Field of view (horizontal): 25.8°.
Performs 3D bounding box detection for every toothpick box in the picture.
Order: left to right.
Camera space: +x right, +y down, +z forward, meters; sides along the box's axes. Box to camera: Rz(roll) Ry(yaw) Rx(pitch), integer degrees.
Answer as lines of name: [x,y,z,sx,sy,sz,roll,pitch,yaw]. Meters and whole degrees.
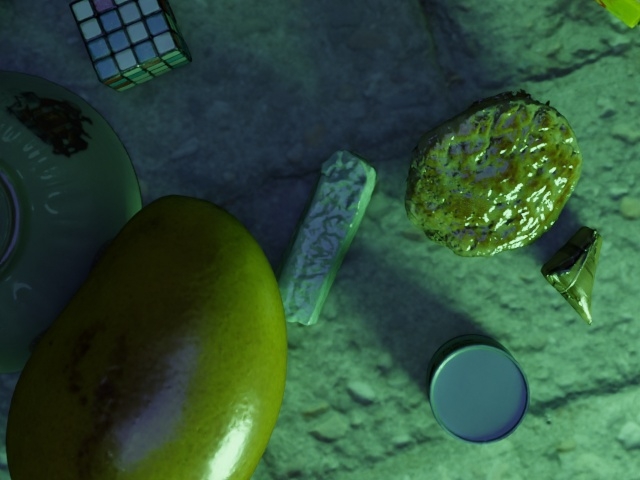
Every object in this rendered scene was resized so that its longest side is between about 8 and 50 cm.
toothpick box: [0.158,0.149,1.428,0.101,0.153,0.101,0,89,4]

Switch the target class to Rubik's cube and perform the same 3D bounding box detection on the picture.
Rubik's cube: [-0.200,-0.220,1.484,0.092,0.092,0.092,-23,88,3]

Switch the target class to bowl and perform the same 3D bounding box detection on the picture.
bowl: [-0.364,-0.022,1.462,0.337,0.157,0.337,0,89,3]

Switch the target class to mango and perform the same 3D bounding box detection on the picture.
mango: [-0.167,0.142,1.414,0.264,0.221,0.378,19,88,21]

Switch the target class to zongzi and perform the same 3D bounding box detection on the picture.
zongzi: [0.286,0.036,1.482,0.076,0.040,0.083,-45,99,-4]

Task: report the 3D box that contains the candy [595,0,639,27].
candy: [0.270,-0.362,1.459,0.276,0.088,0.146,39,91,2]

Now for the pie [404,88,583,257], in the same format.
pie: [0.179,-0.066,1.468,0.193,0.079,0.163,-20,96,3]

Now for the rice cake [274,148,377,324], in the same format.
rice cake: [0.000,-0.001,1.482,0.063,0.069,0.206,23,90,3]
